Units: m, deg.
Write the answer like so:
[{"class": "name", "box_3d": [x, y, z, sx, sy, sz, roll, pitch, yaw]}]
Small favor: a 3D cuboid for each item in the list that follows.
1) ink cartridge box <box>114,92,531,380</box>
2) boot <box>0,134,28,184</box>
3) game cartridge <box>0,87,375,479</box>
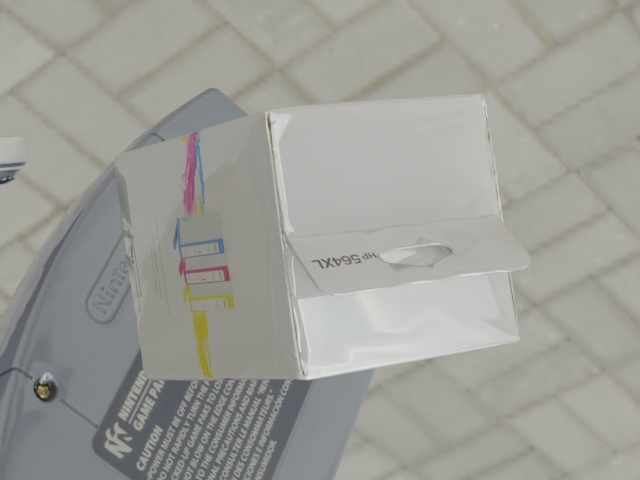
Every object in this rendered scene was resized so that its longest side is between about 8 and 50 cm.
[{"class": "ink cartridge box", "box_3d": [0.000, 0.000, 0.561, 0.092, 0.090, 0.143, -8, 180, -31]}, {"class": "boot", "box_3d": [-0.249, -0.005, 0.853, 0.190, 0.069, 0.086, -10, 96, -5]}, {"class": "game cartridge", "box_3d": [-0.069, 0.062, 0.844, 0.198, 0.297, 0.062, 37, 137, -14]}]
